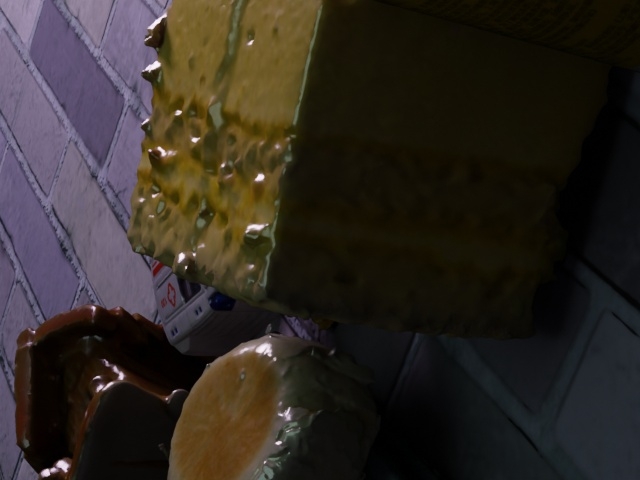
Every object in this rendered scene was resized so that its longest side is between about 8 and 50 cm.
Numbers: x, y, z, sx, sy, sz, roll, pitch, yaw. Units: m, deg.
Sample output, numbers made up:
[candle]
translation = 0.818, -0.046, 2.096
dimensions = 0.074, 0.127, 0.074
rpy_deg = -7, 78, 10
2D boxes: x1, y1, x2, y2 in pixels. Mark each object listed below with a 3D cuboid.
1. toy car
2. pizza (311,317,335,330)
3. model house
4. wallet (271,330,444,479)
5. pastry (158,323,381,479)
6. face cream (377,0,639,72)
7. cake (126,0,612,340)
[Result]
[toy car]
translation = -0.060, 0.009, 1.149
dimensions = 0.209, 0.089, 0.108
rpy_deg = 138, 131, -59
[pizza]
translation = 0.000, 0.000, 1.179
dimensions = 0.178, 0.041, 0.131
rpy_deg = 26, 105, 61
[model house]
translation = -0.167, 0.166, 1.284
dimensions = 0.220, 0.199, 0.229
rpy_deg = -61, 35, 8
[wallet]
translation = 0.002, 0.233, 1.067
dimensions = 0.342, 0.075, 0.237
rpy_deg = 42, 120, 58
[pastry]
translation = -0.033, 0.136, 1.013
dimensions = 0.166, 0.088, 0.166
rpy_deg = -35, 40, 36
[face cream]
translation = 0.065, -0.163, 0.780
dimensions = 0.105, 0.348, 0.105
rpy_deg = -29, 56, 56
[cake]
translation = 0.034, -0.100, 0.953
dimensions = 0.222, 0.227, 0.286
rpy_deg = 20, 101, 60
